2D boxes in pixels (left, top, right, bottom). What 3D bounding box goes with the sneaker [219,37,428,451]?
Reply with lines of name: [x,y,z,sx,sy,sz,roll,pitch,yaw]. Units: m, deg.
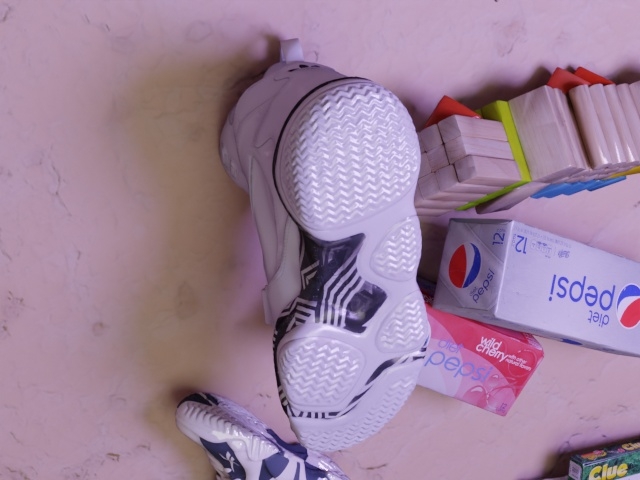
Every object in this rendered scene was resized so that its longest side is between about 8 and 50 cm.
sneaker: [0.000,0.000,1.122,0.137,0.210,0.366,-9,121,-16]

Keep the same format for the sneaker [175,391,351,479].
sneaker: [-0.088,0.265,1.298,0.235,0.094,0.153,34,92,-42]

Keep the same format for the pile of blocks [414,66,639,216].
pile of blocks: [0.218,-0.106,1.230,0.362,0.149,0.113,-8,77,-27]

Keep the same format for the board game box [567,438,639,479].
board game box: [0.407,0.302,1.513,0.259,0.030,0.136,-7,111,-28]

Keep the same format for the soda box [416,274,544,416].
soda box: [0.103,0.094,1.288,0.263,0.083,0.092,22,107,-29]

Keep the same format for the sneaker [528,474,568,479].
sneaker: [0.290,0.368,1.518,0.083,0.071,0.191,-15,121,-20]

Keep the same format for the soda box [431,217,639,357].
soda box: [0.251,0.054,1.276,0.286,0.091,0.098,15,83,-37]
